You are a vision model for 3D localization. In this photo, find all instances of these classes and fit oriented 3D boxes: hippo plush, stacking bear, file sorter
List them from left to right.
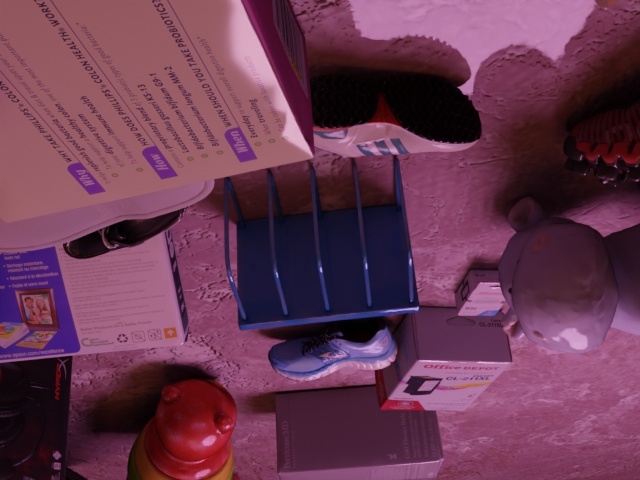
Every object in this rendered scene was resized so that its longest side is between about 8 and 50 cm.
[{"bbox_3d":[-0.190,0.299,1.285,0.175,0.164,0.289,30,137,10],"label":"stacking bear"},{"bbox_3d":[0.000,0.000,0.833,0.170,0.118,0.104,-6,147,2],"label":"file sorter"},{"bbox_3d":[0.297,0.012,0.866,0.236,0.235,0.294,11,-166,8],"label":"hippo plush"}]

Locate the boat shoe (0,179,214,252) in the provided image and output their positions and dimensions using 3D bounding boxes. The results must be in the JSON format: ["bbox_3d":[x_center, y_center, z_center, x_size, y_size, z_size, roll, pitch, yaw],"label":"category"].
[{"bbox_3d":[-0.211,-0.057,0.742,0.254,0.079,0.095,-14,146,12],"label":"boat shoe"}]

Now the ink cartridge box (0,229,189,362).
[{"bbox_3d":[-0.243,0.015,0.859,0.206,0.045,0.208,-5,119,0],"label":"ink cartridge box"}]

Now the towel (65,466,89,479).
[{"bbox_3d":[-0.402,0.396,1.359,0.324,0.056,0.312,20,167,36],"label":"towel"}]

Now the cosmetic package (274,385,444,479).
[{"bbox_3d":[0.051,0.290,1.333,0.237,0.127,0.107,-5,151,-4],"label":"cosmetic package"}]

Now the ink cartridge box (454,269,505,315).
[{"bbox_3d":[0.191,0.057,1.044,0.048,0.028,0.083,1,150,-10],"label":"ink cartridge box"}]

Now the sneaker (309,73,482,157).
[{"bbox_3d":[0.050,-0.097,0.746,0.161,0.057,0.075,3,166,-15],"label":"sneaker"}]

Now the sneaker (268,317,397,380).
[{"bbox_3d":[0.012,0.125,1.126,0.162,0.063,0.073,-11,132,3],"label":"sneaker"}]

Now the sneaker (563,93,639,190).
[{"bbox_3d":[0.319,-0.108,0.714,0.097,0.135,0.276,6,174,-41],"label":"sneaker"}]

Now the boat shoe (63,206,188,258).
[{"bbox_3d":[-0.175,-0.013,0.801,0.125,0.038,0.046,-20,115,6],"label":"boat shoe"}]

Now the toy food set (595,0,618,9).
[{"bbox_3d":[0.213,-0.247,0.496,0.128,0.071,0.218,41,130,-20],"label":"toy food set"}]

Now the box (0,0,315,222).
[{"bbox_3d":[-0.148,-0.132,0.582,0.242,0.117,0.213,-12,150,10],"label":"box"}]

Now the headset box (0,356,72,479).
[{"bbox_3d":[-0.455,0.227,1.060,0.293,0.218,0.110,15,144,-29],"label":"headset box"}]

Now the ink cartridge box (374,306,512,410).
[{"bbox_3d":[0.154,0.158,1.170,0.127,0.072,0.175,3,150,-12],"label":"ink cartridge box"}]
